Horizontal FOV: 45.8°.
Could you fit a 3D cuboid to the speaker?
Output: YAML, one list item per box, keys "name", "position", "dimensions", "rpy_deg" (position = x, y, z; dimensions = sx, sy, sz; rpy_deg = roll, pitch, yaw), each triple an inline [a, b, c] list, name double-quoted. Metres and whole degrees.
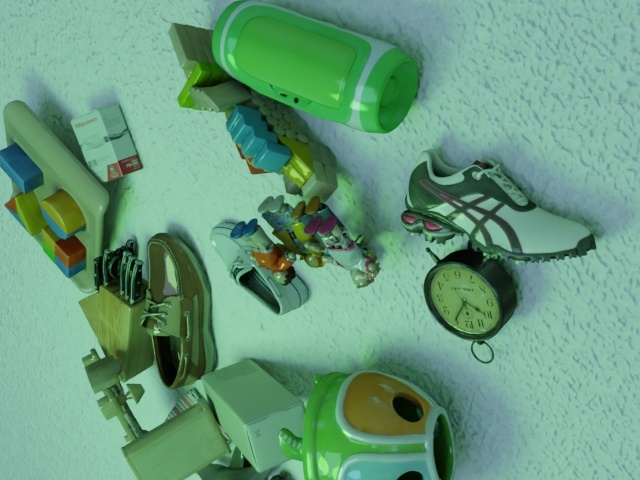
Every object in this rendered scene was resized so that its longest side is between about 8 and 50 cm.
- name: "speaker"
  position: [-0.012, -0.254, 1.091]
  dimensions: [0.296, 0.131, 0.131]
  rpy_deg: [27, 124, 27]

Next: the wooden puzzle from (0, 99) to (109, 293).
- name: "wooden puzzle"
  position: [-0.585, -0.074, 1.615]
  dimensions: [0.322, 0.080, 0.348]
  rpy_deg: [45, 141, 14]

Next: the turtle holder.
- name: "turtle holder"
  position: [0.093, 0.366, 1.208]
  dimensions: [0.227, 0.243, 0.321]
  rpy_deg: [-6, 91, 24]

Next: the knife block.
- name: "knife block"
  position: [-0.390, 0.144, 1.588]
  dimensions: [0.242, 0.088, 0.276]
  rpy_deg: [-21, 96, 42]

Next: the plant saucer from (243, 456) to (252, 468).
- name: "plant saucer"
  position: [-0.147, 0.496, 1.604]
  dimensions: [0.083, 0.013, 0.084]
  rpy_deg: [17, 119, 33]

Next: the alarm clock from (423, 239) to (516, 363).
- name: "alarm clock"
  position: [0.222, 0.095, 1.101]
  dimensions: [0.129, 0.064, 0.192]
  rpy_deg: [4, 115, 42]

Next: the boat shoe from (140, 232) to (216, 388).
- name: "boat shoe"
  position: [-0.290, 0.146, 1.491]
  dimensions: [0.123, 0.116, 0.325]
  rpy_deg: [3, 111, 37]

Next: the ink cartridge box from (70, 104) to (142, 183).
- name: "ink cartridge box"
  position: [-0.419, -0.188, 1.484]
  dimensions: [0.099, 0.056, 0.135]
  rpy_deg: [-9, 104, 40]

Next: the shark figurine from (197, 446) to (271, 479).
- name: "shark figurine"
  position: [-0.157, 0.471, 1.522]
  dimensions: [0.166, 0.116, 0.278]
  rpy_deg: [50, 126, 9]

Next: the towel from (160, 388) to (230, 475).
- name: "towel"
  position: [-0.278, 0.426, 1.669]
  dimensions: [0.144, 0.029, 0.197]
  rpy_deg: [46, 131, 9]

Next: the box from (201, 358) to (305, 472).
- name: "box"
  position: [-0.119, 0.304, 1.357]
  dimensions: [0.275, 0.113, 0.094]
  rpy_deg: [20, 125, 66]

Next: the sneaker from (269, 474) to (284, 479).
- name: "sneaker"
  position: [-0.042, 0.599, 1.528]
  dimensions: [0.107, 0.100, 0.272]
  rpy_deg: [-18, 93, 12]

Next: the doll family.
- name: "doll family"
  position: [0.000, 0.000, 1.190]
  dimensions: [0.262, 0.118, 0.163]
  rpy_deg: [0, 141, 43]

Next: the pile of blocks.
- name: "pile of blocks"
  position: [-0.129, -0.179, 1.200]
  dimensions: [0.362, 0.149, 0.113]
  rpy_deg: [49, 131, 9]

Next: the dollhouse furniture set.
- name: "dollhouse furniture set"
  position: [-0.322, 0.371, 1.545]
  dimensions: [0.355, 0.173, 0.303]
  rpy_deg: [26, 141, 64]

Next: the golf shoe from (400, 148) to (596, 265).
- name: "golf shoe"
  position: [0.231, -0.043, 1.012]
  dimensions: [0.272, 0.105, 0.120]
  rpy_deg: [15, 111, 32]

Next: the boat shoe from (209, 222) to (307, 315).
- name: "boat shoe"
  position: [-0.125, 0.047, 1.345]
  dimensions: [0.226, 0.075, 0.083]
  rpy_deg: [34, 127, 22]
